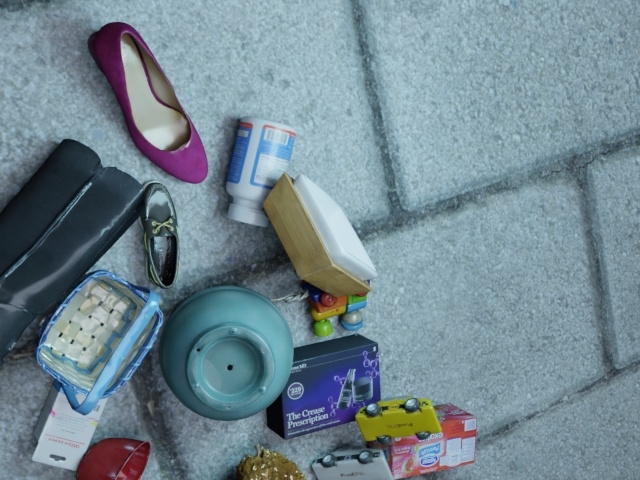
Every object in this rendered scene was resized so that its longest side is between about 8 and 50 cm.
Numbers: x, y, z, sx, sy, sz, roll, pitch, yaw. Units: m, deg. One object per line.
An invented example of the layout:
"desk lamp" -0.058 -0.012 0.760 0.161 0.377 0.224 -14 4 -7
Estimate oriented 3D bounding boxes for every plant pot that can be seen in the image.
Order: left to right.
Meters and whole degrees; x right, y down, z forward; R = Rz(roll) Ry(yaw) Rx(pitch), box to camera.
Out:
"plant pot" -0.190 0.249 1.864 0.293 0.196 0.292 -1 94 -9

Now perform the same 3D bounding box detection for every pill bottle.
"pill bottle" -0.134 -0.146 1.920 0.124 0.124 0.221 12 93 -30

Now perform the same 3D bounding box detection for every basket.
"basket" -0.425 0.189 1.723 0.201 0.289 0.254 39 77 -31

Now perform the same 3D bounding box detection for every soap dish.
"soap dish" 0.000 0.000 1.911 0.118 0.228 0.291 -32 159 9

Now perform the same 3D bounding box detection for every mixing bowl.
"mixing bowl" -0.441 0.479 1.855 0.098 0.181 0.181 25 85 11

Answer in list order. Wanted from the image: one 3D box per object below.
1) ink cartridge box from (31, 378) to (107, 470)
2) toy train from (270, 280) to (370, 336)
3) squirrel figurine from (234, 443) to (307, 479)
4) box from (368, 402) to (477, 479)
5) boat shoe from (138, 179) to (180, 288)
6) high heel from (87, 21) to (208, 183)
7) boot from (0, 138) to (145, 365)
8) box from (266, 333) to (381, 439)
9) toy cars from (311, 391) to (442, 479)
"ink cartridge box" -0.517 0.368 1.835 0.104 0.062 0.181 24 86 -29
"toy train" -0.003 0.161 2.067 0.248 0.105 0.143 -16 119 -26
"squirrel figurine" -0.079 0.670 2.017 0.371 0.281 0.396 -24 112 -30
"box" 0.255 0.501 2.246 0.257 0.123 0.128 -4 100 -28
"boat shoe" -0.330 -0.011 1.867 0.081 0.069 0.227 -9 103 -27
"high heel" -0.323 -0.256 1.763 0.127 0.181 0.377 -45 116 -15
"boot" -0.598 -0.030 1.663 0.367 0.146 0.445 40 71 -5
"box" 0.006 0.338 2.096 0.261 0.103 0.184 -10 101 -27
"toy cars" 0.132 0.468 2.104 0.177 0.087 0.393 31 124 -6
